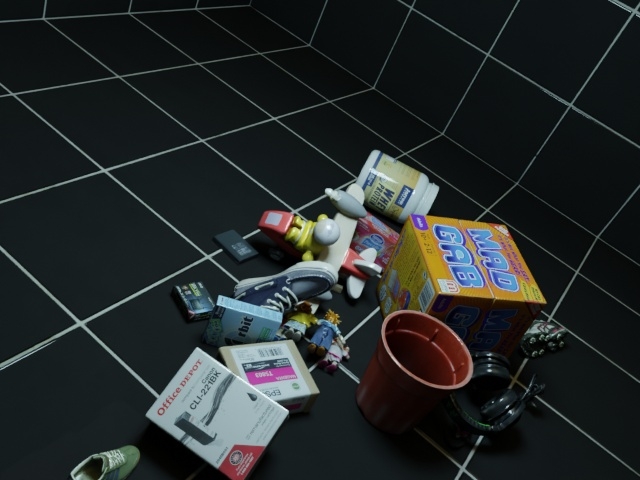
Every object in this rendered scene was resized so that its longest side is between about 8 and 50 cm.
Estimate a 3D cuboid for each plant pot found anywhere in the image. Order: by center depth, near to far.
[{"bbox_3d":[0.241,0.384,1.786,0.272,0.265,0.272,17,36,-13],"label":"plant pot"}]

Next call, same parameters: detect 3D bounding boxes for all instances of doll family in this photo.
[{"bbox_3d":[-0.014,0.264,1.903,0.262,0.118,0.163,27,34,1],"label":"doll family"}]

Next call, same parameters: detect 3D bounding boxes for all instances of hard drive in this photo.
[{"bbox_3d":[-0.283,0.019,2.135,0.135,0.022,0.094,42,37,21],"label":"hard drive"}]

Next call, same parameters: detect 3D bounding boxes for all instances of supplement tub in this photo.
[{"bbox_3d":[0.308,-0.210,2.645,0.316,0.228,0.228,27,34,2],"label":"supplement tub"}]

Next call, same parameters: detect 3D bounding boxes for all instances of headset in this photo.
[{"bbox_3d":[0.524,0.472,1.953,0.393,0.185,0.244,1,57,-26],"label":"headset"}]

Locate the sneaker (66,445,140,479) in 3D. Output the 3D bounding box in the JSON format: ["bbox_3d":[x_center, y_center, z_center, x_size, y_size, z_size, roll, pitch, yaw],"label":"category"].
[{"bbox_3d":[-0.457,0.483,1.352,0.064,0.086,0.192,41,36,20],"label":"sneaker"}]

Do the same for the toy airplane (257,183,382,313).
[{"bbox_3d":[0.027,0.023,2.076,0.384,0.272,0.386,-18,72,-15],"label":"toy airplane"}]

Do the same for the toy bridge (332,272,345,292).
[{"bbox_3d":[0.057,0.109,2.238,0.063,0.026,0.188,22,36,-5],"label":"toy bridge"}]

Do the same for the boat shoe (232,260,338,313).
[{"bbox_3d":[-0.112,0.173,1.838,0.127,0.340,0.158,57,28,-30],"label":"boat shoe"}]

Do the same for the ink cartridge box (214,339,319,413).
[{"bbox_3d":[-0.148,0.372,1.703,0.234,0.088,0.193,-1,41,-35],"label":"ink cartridge box"}]

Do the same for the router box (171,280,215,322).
[{"bbox_3d":[-0.367,0.178,1.856,0.092,0.038,0.122,-7,47,-40],"label":"router box"}]

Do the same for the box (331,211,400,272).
[{"bbox_3d":[0.172,-0.014,2.320,0.256,0.123,0.128,34,21,-22],"label":"box"}]

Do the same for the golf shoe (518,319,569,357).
[{"bbox_3d":[0.796,0.356,2.358,0.272,0.105,0.120,1,26,-42],"label":"golf shoe"}]

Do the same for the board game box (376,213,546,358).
[{"bbox_3d":[0.428,0.177,2.056,0.356,0.357,0.356,6,41,-16],"label":"board game box"}]

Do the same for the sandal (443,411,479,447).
[{"bbox_3d":[0.422,0.550,1.884,0.067,0.040,0.179,43,37,20],"label":"sandal"}]

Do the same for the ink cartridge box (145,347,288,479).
[{"bbox_3d":[-0.238,0.411,1.494,0.272,0.114,0.197,32,70,10],"label":"ink cartridge box"}]

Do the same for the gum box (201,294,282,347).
[{"bbox_3d":[-0.218,0.242,1.765,0.184,0.157,0.041,18,35,-13],"label":"gum box"}]
